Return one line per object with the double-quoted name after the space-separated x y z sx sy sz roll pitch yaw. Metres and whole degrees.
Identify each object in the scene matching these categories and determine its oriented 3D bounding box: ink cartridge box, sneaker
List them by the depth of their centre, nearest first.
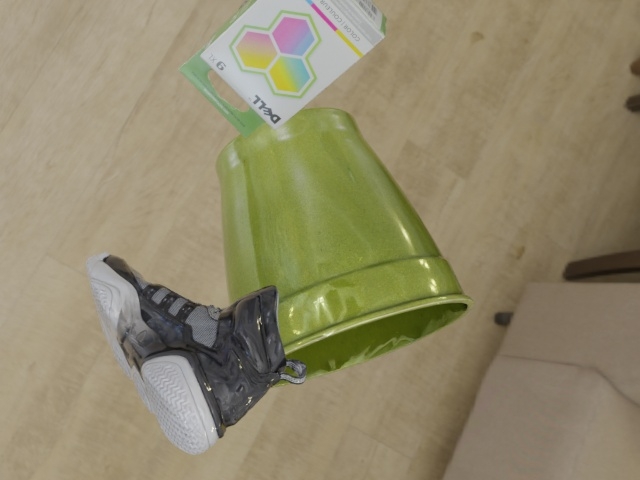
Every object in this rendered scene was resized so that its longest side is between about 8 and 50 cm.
-0.124 0.084 0.846 0.153 0.268 0.101 -23 134 -23 "sneaker"
-0.046 -0.188 0.863 0.109 0.209 0.062 44 28 -20 "ink cartridge box"

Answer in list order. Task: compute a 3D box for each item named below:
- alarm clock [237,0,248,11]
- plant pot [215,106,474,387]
-0.119 -0.388 1.548 0.064 0.129 0.192 3 102 -21 "alarm clock"
0.000 0.000 1.314 0.367 0.366 0.352 -12 73 -24 "plant pot"
